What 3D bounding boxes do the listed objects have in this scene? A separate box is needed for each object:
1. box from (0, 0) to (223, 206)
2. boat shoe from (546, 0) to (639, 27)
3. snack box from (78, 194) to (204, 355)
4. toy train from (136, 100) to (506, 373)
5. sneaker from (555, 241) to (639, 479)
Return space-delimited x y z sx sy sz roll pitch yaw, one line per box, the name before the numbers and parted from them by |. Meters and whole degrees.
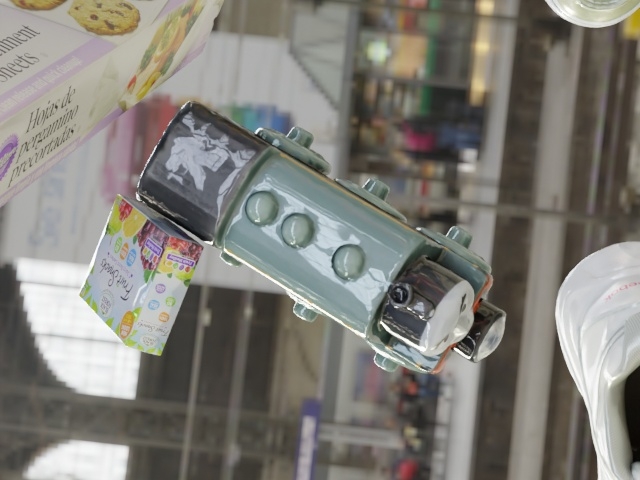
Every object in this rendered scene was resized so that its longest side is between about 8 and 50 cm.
box | -0.133 -0.096 0.861 0.063 0.067 0.324 -66 -7 27
boat shoe | 0.198 -0.255 0.971 0.094 0.109 0.302 -91 13 -56
snack box | -0.155 0.027 1.401 0.141 0.037 0.100 33 103 61
toy train | 0.000 0.000 1.388 0.142 0.334 0.190 -59 -20 5
sneaker | 0.173 0.123 0.791 0.115 0.090 0.232 -82 -31 -71
